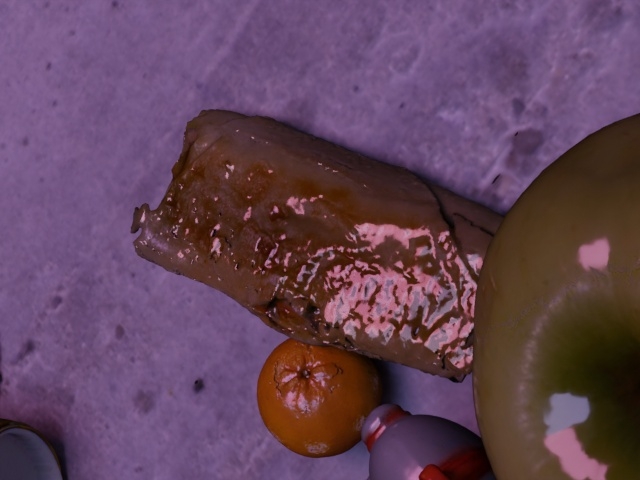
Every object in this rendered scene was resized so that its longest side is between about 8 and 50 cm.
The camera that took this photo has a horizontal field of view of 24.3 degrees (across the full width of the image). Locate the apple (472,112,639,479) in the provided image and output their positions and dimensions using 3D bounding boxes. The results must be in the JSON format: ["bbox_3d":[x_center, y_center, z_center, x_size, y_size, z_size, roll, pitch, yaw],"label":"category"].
[{"bbox_3d":[0.208,0.055,0.715,0.279,0.279,0.279,2,95,30],"label":"apple"}]

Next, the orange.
[{"bbox_3d":[-0.001,0.099,0.955,0.083,0.070,0.083,-5,72,14],"label":"orange"}]

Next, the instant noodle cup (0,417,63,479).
[{"bbox_3d":[-0.279,0.200,1.077,0.144,0.182,0.182,-2,92,22],"label":"instant noodle cup"}]

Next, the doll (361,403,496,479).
[{"bbox_3d":[0.076,0.150,0.825,0.076,0.245,0.142,-43,73,-1],"label":"doll"}]

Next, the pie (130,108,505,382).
[{"bbox_3d":[0.000,0.000,0.949,0.282,0.068,0.129,22,87,29],"label":"pie"}]
